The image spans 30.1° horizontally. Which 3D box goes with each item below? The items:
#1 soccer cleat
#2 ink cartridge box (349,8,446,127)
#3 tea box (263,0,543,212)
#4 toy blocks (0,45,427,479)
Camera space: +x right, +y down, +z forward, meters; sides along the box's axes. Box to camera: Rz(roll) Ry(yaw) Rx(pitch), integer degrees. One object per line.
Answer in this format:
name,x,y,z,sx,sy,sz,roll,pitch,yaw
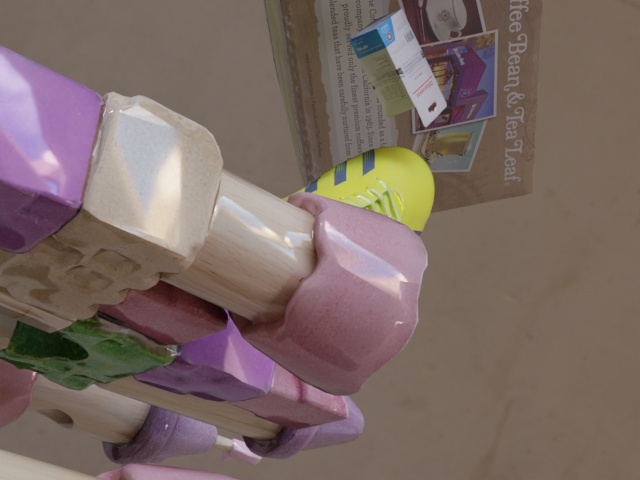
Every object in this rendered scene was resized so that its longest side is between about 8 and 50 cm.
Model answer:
soccer cleat,0.000,0.001,0.830,0.289,0.121,0.093,-31,85,-39
ink cartridge box,0.060,-0.126,0.899,0.028,0.083,0.048,-17,18,36
tea box,0.057,-0.242,1.094,0.220,0.329,0.323,-12,47,-3
toy blocks,-0.066,0.023,0.487,0.260,0.309,0.288,25,-28,-30
